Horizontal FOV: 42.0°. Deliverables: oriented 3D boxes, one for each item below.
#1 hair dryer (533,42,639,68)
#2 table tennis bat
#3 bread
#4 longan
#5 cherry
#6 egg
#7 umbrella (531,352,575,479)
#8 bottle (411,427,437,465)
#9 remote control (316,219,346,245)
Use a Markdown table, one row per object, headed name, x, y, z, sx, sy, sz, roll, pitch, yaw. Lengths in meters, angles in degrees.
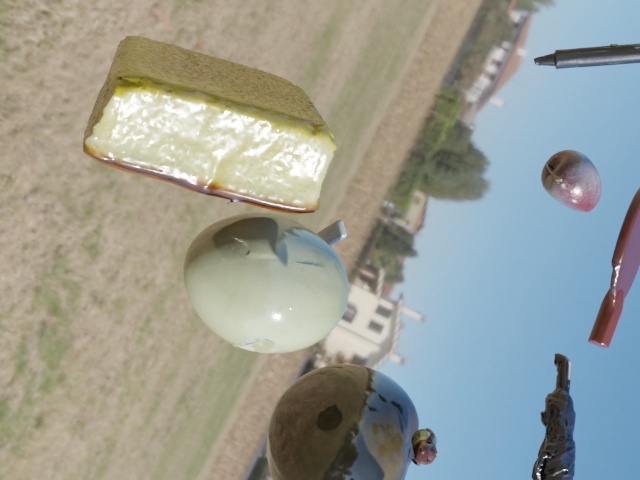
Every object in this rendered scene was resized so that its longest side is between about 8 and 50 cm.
| name | x | y | z | sx | sy | sz | roll | pitch | yaw |
| --- | --- | --- | --- | --- | --- | --- | --- | --- | --- |
| hair dryer | 0.500 | -0.303 | 1.435 | 0.070 | 0.255 | 0.128 | -60 | 144 | -62 |
| table tennis bat | 0.733 | 0.060 | 2.003 | 0.268 | 0.051 | 0.415 | 39 | 71 | -59 |
| bread | -0.160 | -0.172 | 1.205 | 0.333 | 0.323 | 0.143 | -111 | -142 | -66 |
| longan | 0.044 | 0.387 | 1.603 | 0.319 | 0.319 | 0.319 | -64 | 177 | -7 |
| cherry | 0.523 | -0.107 | 1.708 | 0.188 | 0.115 | 0.148 | -94 | 168 | -65 |
| egg | -0.084 | 0.067 | 1.315 | 0.219 | 0.269 | 0.219 | -169 | -90 | -71 |
| umbrella | 0.404 | 0.306 | 1.416 | 0.071 | 0.071 | 0.248 | 108 | -4 | -66 |
| bottle | 0.183 | 0.363 | 1.466 | 0.101 | 0.047 | 0.063 | -17 | 105 | -83 |
| remote control | 0.000 | 0.000 | 2.186 | 0.184 | 0.027 | 0.050 | -32 | -114 | 46 |
